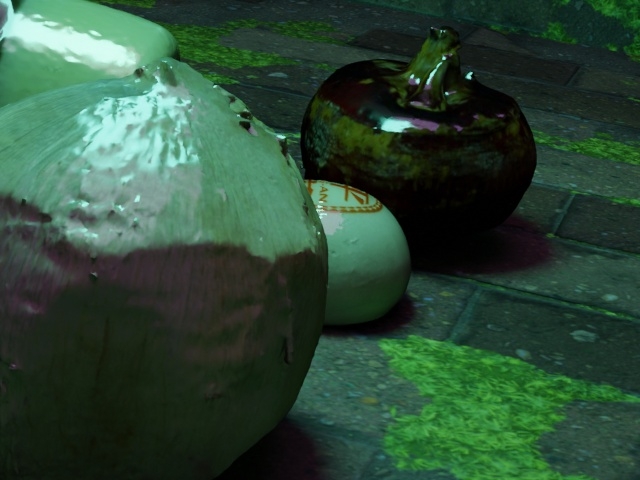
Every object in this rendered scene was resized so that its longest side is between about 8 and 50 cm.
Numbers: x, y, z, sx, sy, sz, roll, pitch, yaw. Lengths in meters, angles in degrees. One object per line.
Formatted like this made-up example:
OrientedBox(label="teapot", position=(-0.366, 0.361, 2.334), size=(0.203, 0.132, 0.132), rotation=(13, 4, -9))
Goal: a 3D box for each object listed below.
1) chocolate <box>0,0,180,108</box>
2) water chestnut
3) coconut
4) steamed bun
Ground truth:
OrientedBox(label="chocolate", position=(-0.303, -0.171, 1.834), size=(0.297, 0.314, 0.326), rotation=(4, 57, -6))
OrientedBox(label="water chestnut", position=(0.136, -0.154, 1.951), size=(0.350, 0.302, 0.350), rotation=(4, 24, -2))
OrientedBox(label="coconut", position=(-0.171, 0.015, 1.302), size=(0.404, 0.405, 0.404), rotation=(7, 20, -2))
OrientedBox(label="steamed bun", position=(0.000, 0.000, 1.714), size=(0.231, 0.145, 0.232), rotation=(7, 21, -3))
